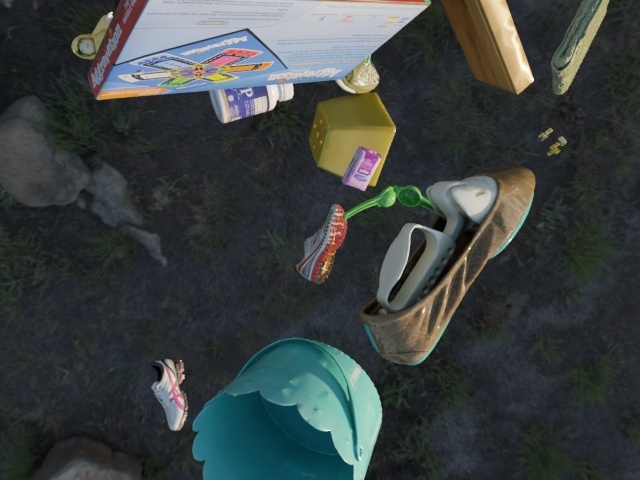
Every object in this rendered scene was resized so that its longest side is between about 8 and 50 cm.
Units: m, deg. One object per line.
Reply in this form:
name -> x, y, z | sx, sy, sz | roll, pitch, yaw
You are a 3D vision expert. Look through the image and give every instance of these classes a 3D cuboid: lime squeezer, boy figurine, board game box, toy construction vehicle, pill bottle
lime squeezer -> 0.188, -0.085, 1.291 | 0.311, 0.059, 0.109 | 1, 63, -18
boy figurine -> -0.686, -0.651, 1.739 | 0.285, 0.092, 0.177 | 5, 116, 18
board game box -> -0.044, -0.179, 0.468 | 0.281, 0.145, 0.027 | -19, 85, -39
toy construction vehicle -> 0.751, -0.320, 1.739 | 0.035, 0.098, 0.086 | -38, 86, -9
pill bottle -> -0.168, -0.362, 1.288 | 0.187, 0.112, 0.112 | -20, 103, -15

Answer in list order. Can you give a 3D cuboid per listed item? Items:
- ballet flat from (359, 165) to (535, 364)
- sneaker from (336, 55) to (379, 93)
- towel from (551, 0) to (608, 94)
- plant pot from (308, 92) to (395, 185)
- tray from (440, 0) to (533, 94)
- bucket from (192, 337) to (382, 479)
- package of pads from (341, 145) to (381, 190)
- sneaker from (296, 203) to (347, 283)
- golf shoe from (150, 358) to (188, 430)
ballet flat -> 0.165, 0.002, 0.712 | 0.124, 0.116, 0.342 | 43, 79, -26
sneaker -> 0.101, -0.542, 1.450 | 0.182, 0.410, 0.158 | -4, 71, 28
towel -> 0.354, -0.281, 0.724 | 0.027, 0.110, 0.148 | 27, 96, 23
plant pot -> 0.079, -0.312, 1.597 | 0.187, 0.212, 0.212 | 2, 134, -18
tray -> 0.457, -0.616, 1.520 | 0.076, 0.203, 0.411 | -41, 128, 0
bucket -> -0.042, 0.304, 0.850 | 0.281, 0.183, 0.281 | 9, 114, 21
package of pads -> 0.084, -0.145, 1.078 | 0.050, 0.032, 0.083 | 15, 117, -26
sneaker -> 0.000, 0.000, 1.449 | 0.093, 0.088, 0.225 | 19, 79, 29
golf shoe -> -0.384, 0.386, 1.331 | 0.086, 0.186, 0.067 | 12, 134, -36
